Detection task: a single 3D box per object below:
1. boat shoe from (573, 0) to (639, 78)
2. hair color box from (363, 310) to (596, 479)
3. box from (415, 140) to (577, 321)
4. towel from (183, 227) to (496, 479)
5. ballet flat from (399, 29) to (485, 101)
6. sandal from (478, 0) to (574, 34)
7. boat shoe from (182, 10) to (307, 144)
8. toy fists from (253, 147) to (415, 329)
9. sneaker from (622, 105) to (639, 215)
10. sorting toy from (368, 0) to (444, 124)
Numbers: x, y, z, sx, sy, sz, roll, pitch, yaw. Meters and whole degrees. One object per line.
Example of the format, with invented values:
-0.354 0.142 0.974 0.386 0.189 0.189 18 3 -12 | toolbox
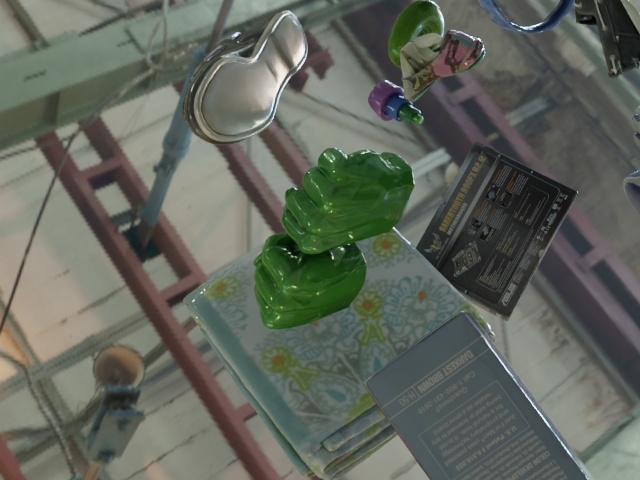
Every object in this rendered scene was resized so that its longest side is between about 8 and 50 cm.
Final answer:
0.375 -0.331 1.338 0.084 0.079 0.233 5 -122 -61 | boat shoe
0.200 0.245 0.886 0.113 0.185 0.374 -37 -100 6 | hair color box
0.271 -0.015 1.560 0.183 0.056 0.231 28 -95 14 | box
0.023 0.123 1.389 0.320 0.090 0.374 -31 -127 -15 | towel
0.162 -0.267 1.449 0.079 0.221 0.077 39 -105 -12 | ballet flat
0.176 -0.289 0.853 0.126 0.317 0.138 -27 -111 2 | sandal
-0.114 -0.211 1.331 0.112 0.095 0.335 60 -147 -21 | boat shoe
0.000 0.000 1.210 0.142 0.279 0.096 -17 -124 -43 | toy fists
0.525 -0.114 1.329 0.182 0.315 0.127 -27 -118 -1 | sneaker
0.213 -0.358 1.693 0.126 0.365 0.127 36 -163 35 | sorting toy
